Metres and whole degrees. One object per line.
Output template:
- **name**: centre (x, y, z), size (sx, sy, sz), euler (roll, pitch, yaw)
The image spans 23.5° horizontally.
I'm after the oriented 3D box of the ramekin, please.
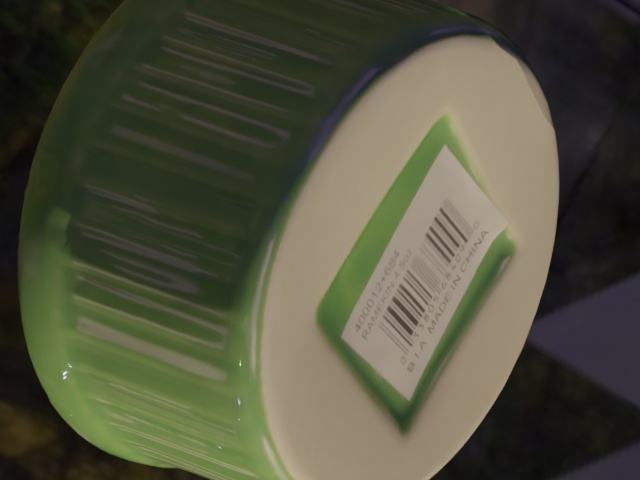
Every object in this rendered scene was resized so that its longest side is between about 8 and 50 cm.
- **ramekin**: centre (0.000, 0.000, 0.830), size (0.303, 0.148, 0.303), euler (-26, 125, -44)
